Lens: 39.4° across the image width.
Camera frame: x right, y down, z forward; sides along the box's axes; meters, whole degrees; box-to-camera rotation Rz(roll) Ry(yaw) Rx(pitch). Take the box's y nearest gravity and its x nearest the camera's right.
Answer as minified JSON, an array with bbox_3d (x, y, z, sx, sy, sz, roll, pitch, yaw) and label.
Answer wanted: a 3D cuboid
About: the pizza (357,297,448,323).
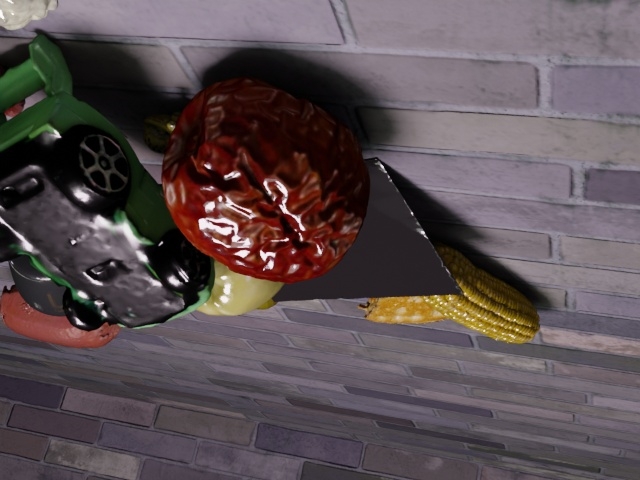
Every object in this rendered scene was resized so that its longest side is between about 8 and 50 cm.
[{"bbox_3d":[0.141,0.072,1.441,0.188,0.062,0.199,-5,148,14],"label":"pizza"}]

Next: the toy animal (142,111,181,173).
[{"bbox_3d":[-0.180,-0.116,1.148,0.136,0.073,0.181,9,163,32],"label":"toy animal"}]

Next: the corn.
[{"bbox_3d":[0.240,0.089,1.374,0.101,0.101,0.292,-8,152,44],"label":"corn"}]

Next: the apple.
[{"bbox_3d":[-0.126,0.011,1.247,0.200,0.200,0.200,12,159,5],"label":"apple"}]

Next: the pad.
[{"bbox_3d":[0.000,0.000,1.293,0.368,0.007,0.247,-6,130,42],"label":"pad"}]

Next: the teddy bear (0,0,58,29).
[{"bbox_3d":[-0.490,-0.133,0.886,0.375,0.362,0.327,2,158,41],"label":"teddy bear"}]

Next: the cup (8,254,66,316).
[{"bbox_3d":[-0.436,0.032,1.573,0.223,0.169,0.176,-1,151,-3],"label":"cup"}]

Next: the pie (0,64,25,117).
[{"bbox_3d":[-0.450,-0.202,1.143,0.154,0.038,0.153,10,160,4],"label":"pie"}]

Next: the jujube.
[{"bbox_3d":[-0.056,-0.065,1.017,0.232,0.212,0.213,26,156,-32],"label":"jujube"}]

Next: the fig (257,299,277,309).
[{"bbox_3d":[-0.107,0.082,1.605,0.074,0.074,0.088,10,140,11],"label":"fig"}]

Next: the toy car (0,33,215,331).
[{"bbox_3d":[-0.283,-0.047,1.088,0.213,0.176,0.358,-23,126,31],"label":"toy car"}]

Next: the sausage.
[{"bbox_3d":[-0.568,0.154,1.961,0.280,0.152,0.152,10,159,10],"label":"sausage"}]
